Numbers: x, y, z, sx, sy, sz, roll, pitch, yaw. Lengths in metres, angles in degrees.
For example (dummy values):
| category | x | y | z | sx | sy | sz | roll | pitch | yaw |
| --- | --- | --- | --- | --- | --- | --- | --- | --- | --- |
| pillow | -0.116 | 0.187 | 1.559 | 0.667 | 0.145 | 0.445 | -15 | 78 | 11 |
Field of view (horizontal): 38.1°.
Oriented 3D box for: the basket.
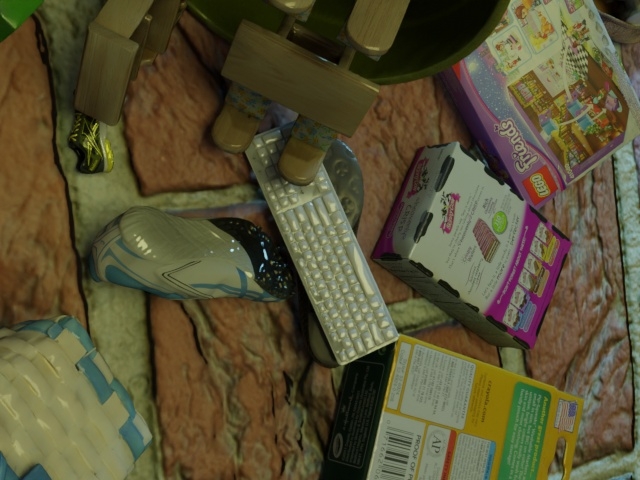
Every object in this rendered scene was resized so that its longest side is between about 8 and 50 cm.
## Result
| category | x | y | z | sx | sy | sz | roll | pitch | yaw |
| --- | --- | --- | --- | --- | --- | --- | --- | --- | --- |
| basket | -0.279 | 0.191 | 0.667 | 0.289 | 0.255 | 0.201 | -42 | 114 | -41 |

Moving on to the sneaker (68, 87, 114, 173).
| category | x | y | z | sx | sy | sz | roll | pitch | yaw |
| --- | --- | --- | --- | --- | --- | --- | --- | --- | --- |
| sneaker | -0.217 | -0.100 | 0.857 | 0.035 | 0.031 | 0.083 | -19 | 99 | -32 |

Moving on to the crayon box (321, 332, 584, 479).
| category | x | y | z | sx | sy | sz | roll | pitch | yaw |
| --- | --- | --- | --- | --- | --- | --- | --- | --- | --- |
| crayon box | 0.161 | 0.244 | 1.088 | 0.323 | 0.083 | 0.203 | 21 | 76 | -33 |

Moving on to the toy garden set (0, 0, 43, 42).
| category | x | y | z | sx | sy | sz | roll | pitch | yaw |
| --- | --- | --- | --- | --- | --- | --- | --- | --- | --- |
| toy garden set | -0.237 | -0.233 | 0.756 | 0.049 | 0.204 | 0.244 | 46 | 55 | -25 |

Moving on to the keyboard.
| category | x | y | z | sx | sy | sz | roll | pitch | yaw |
| --- | --- | --- | --- | --- | --- | --- | --- | --- | --- |
| keyboard | 0.000 | 0.000 | 0.970 | 0.072 | 0.014 | 0.256 | -23 | 88 | -9 |

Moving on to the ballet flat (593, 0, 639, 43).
| category | x | y | z | sx | sy | sz | roll | pitch | yaw |
| --- | --- | --- | --- | --- | --- | --- | --- | --- | --- |
| ballet flat | 0.394 | -0.338 | 1.259 | 0.316 | 0.106 | 0.107 | 2 | 86 | -36 |

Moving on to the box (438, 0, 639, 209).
| category | x | y | z | sx | sy | sz | roll | pitch | yaw |
| --- | --- | --- | --- | --- | --- | --- | --- | --- | --- |
| box | 0.263 | -0.208 | 1.149 | 0.201 | 0.057 | 0.293 | -35 | 110 | -8 |

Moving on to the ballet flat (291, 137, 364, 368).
| category | x | y | z | sx | sy | sz | roll | pitch | yaw |
| --- | --- | --- | --- | --- | --- | --- | --- | --- | --- |
| ballet flat | 0.008 | 0.013 | 1.007 | 0.084 | 0.058 | 0.249 | -3 | 84 | -7 |

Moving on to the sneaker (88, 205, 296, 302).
| category | x | y | z | sx | sy | sz | roll | pitch | yaw |
| --- | --- | --- | --- | --- | --- | --- | --- | --- | --- |
| sneaker | -0.119 | 0.023 | 0.907 | 0.237 | 0.086 | 0.085 | 16 | 51 | -46 |

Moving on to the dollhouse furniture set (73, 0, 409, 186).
| category | x | y | z | sx | sy | sz | roll | pitch | yaw |
| --- | --- | --- | --- | --- | --- | --- | --- | --- | --- |
| dollhouse furniture set | -0.073 | -0.153 | 0.841 | 0.242 | 0.212 | 0.161 | 25 | 55 | -6 |

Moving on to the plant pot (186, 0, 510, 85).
| category | x | y | z | sx | sy | sz | roll | pitch | yaw |
| --- | --- | --- | --- | --- | --- | --- | --- | --- | --- |
| plant pot | 0.046 | -0.405 | 0.889 | 0.366 | 0.367 | 0.352 | 40 | 56 | -28 |

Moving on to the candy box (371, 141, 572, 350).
| category | x | y | z | sx | sy | sz | roll | pitch | yaw |
| --- | --- | --- | --- | --- | --- | --- | --- | --- | --- |
| candy box | 0.188 | 0.011 | 1.121 | 0.233 | 0.071 | 0.159 | 36 | 69 | -30 |
